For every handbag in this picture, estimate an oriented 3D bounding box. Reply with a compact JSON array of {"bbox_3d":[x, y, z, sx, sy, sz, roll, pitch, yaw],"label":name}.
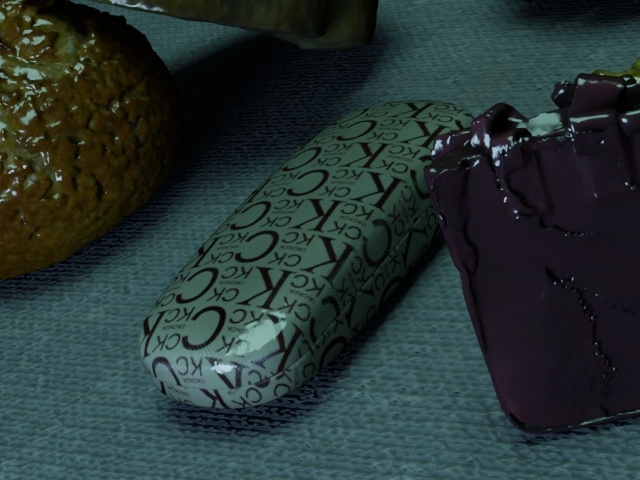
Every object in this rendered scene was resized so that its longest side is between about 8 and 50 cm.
[{"bbox_3d":[0.183,0.001,0.975,0.203,0.216,0.074,-15,26,12],"label":"handbag"}]

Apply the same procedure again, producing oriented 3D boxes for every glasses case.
[{"bbox_3d":[0.000,0.000,1.221,0.137,0.085,0.355,2,35,36],"label":"glasses case"}]

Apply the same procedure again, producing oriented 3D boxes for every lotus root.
[{"bbox_3d":[-0.130,-0.255,1.536,0.374,0.111,0.390,16,11,31],"label":"lotus root"}]

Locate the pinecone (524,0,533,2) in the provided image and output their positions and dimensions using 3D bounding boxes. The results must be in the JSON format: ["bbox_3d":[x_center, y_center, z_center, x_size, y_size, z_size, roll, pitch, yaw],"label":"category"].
[{"bbox_3d":[0.261,-0.330,1.512,0.272,0.224,0.224,-3,32,35],"label":"pinecone"}]

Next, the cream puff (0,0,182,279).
[{"bbox_3d":[-0.272,-0.107,1.447,0.303,0.212,0.303,-13,34,9],"label":"cream puff"}]

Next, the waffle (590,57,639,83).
[{"bbox_3d":[0.314,-0.084,1.192,0.253,0.056,0.249,-19,33,-8],"label":"waffle"}]
